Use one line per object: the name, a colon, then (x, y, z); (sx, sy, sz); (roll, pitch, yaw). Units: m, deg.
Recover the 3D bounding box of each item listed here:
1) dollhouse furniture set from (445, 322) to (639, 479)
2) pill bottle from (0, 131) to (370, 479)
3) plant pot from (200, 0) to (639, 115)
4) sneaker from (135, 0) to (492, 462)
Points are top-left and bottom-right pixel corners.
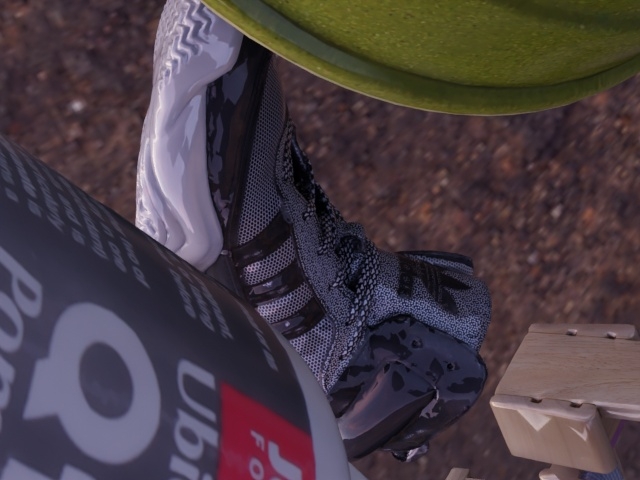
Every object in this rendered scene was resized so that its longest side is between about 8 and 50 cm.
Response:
dollhouse furniture set: (0.198, 0.256, 1.041); (0.198, 0.286, 0.303); (3, 133, 35)
pill bottle: (-0.103, 0.063, 0.443); (0.176, 0.176, 0.318); (-21, 141, 30)
plant pot: (0.132, -0.253, 0.513); (0.353, 0.366, 0.366); (-17, 103, 54)
sneaker: (0.000, 0.000, 0.780); (0.153, 0.101, 0.268); (3, 130, -2)
